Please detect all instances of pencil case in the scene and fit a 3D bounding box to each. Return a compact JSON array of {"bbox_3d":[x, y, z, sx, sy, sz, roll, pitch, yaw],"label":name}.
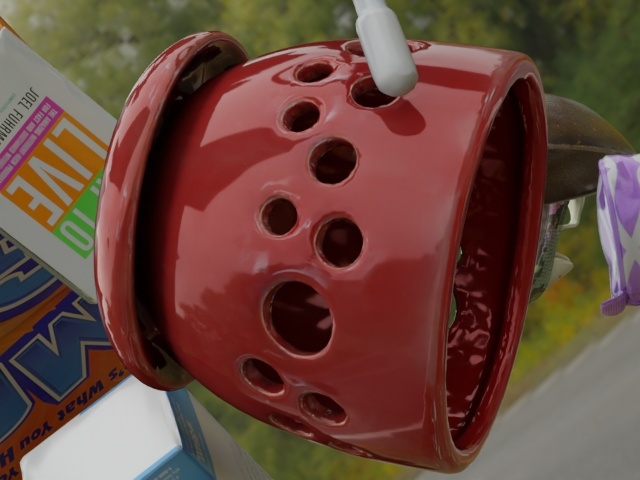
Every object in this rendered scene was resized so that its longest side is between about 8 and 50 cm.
[{"bbox_3d":[0.246,-0.014,0.930,0.206,0.088,0.086,-7,-14,9],"label":"pencil case"}]

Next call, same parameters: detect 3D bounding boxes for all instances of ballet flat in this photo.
[{"bbox_3d":[0.213,-0.014,1.699,0.077,0.079,0.221,17,90,56],"label":"ballet flat"}]

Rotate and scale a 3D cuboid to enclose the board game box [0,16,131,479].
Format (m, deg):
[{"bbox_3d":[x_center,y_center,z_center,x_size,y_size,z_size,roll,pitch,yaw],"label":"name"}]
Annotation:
[{"bbox_3d":[-0.367,-0.009,1.339,0.356,0.356,0.356,-38,-32,-11],"label":"board game box"}]

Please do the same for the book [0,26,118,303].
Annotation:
[{"bbox_3d":[-0.162,-0.044,1.054,0.096,0.144,0.035,-54,14,-11],"label":"book"}]

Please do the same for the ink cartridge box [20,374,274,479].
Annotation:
[{"bbox_3d":[-0.070,0.151,0.907,0.092,0.143,0.090,-38,29,5],"label":"ink cartridge box"}]

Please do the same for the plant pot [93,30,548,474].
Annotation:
[{"bbox_3d":[0.000,0.000,0.805,0.191,0.174,0.191,8,-90,-74],"label":"plant pot"}]

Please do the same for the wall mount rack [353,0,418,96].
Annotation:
[{"bbox_3d":[0.095,-0.218,0.787,0.350,0.130,0.304,-23,29,12],"label":"wall mount rack"}]

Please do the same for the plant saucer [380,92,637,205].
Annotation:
[{"bbox_3d":[0.063,-0.055,1.215,0.311,0.050,0.310,-4,-8,-1],"label":"plant saucer"}]
